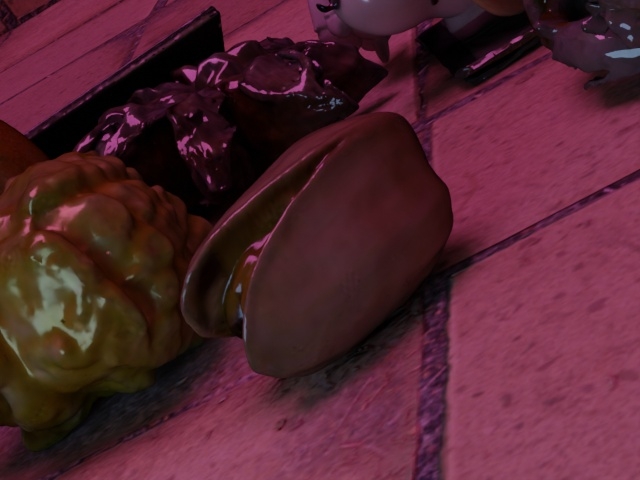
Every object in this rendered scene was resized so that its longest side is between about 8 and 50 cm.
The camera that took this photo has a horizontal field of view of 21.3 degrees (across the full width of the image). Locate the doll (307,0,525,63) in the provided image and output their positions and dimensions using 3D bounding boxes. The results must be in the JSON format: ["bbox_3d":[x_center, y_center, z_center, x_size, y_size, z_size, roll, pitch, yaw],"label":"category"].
[{"bbox_3d":[0.090,-0.245,1.539,0.208,0.144,0.271,-17,1,0],"label":"doll"}]

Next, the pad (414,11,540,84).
[{"bbox_3d":[0.175,-0.207,1.539,0.174,0.022,0.233,-33,16,2],"label":"pad"}]

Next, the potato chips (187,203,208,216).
[{"bbox_3d":[-0.185,-0.002,1.607,0.142,0.026,0.209,-40,19,-14],"label":"potato chips"}]

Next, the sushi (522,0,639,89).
[{"bbox_3d":[0.312,-0.278,1.231,0.417,0.176,0.417,-29,18,11],"label":"sushi"}]

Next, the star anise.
[{"bbox_3d":[-0.097,-0.108,1.554,0.332,0.117,0.331,-18,14,5],"label":"star anise"}]

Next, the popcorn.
[{"bbox_3d":[-0.194,0.040,1.263,0.255,0.195,0.256,-31,16,-27],"label":"popcorn"}]

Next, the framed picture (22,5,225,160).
[{"bbox_3d":[-0.231,-0.084,1.700,0.339,0.014,0.255,-36,-15,-10],"label":"framed picture"}]

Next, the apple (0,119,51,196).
[{"bbox_3d":[-0.317,0.010,1.467,0.237,0.237,0.207,-39,6,-17],"label":"apple"}]

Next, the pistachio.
[{"bbox_3d":[0.000,0.000,1.104,0.129,0.131,0.206,20,48,35],"label":"pistachio"}]
